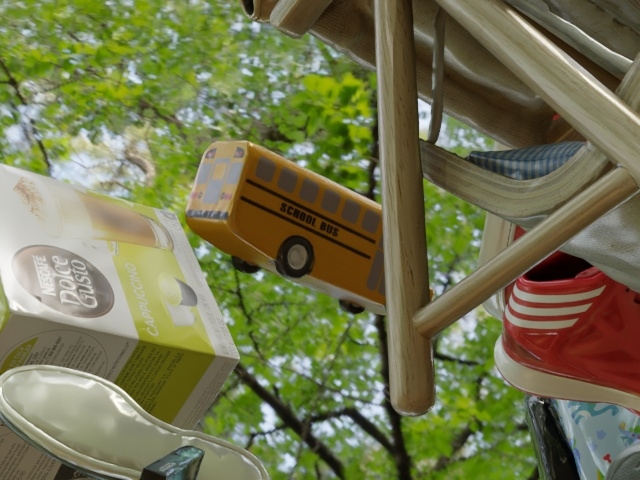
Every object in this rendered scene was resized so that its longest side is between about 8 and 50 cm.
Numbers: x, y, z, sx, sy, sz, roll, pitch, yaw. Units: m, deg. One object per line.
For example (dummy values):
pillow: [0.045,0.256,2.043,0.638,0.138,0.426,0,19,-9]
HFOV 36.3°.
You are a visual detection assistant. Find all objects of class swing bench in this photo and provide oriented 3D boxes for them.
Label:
swing bench: [0.139,-0.039,0.499,0.253,0.255,0.165,19,-47,-40]

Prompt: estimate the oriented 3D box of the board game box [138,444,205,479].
board game box: [-0.159,0.283,0.881,0.026,0.126,0.186,20,-89,9]

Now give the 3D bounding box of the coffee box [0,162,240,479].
coffee box: [-0.374,0.146,1.356,0.334,0.338,0.338,18,-63,-37]

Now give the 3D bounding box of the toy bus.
toy bus: [0.000,0.000,1.193,0.332,0.108,0.130,23,-102,-36]

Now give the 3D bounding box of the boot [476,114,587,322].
boot: [0.220,0.003,0.763,0.088,0.176,0.244,-56,-24,-35]

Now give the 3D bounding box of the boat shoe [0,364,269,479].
boat shoe: [-0.218,0.243,1.081,0.319,0.116,0.099,24,-54,-6]

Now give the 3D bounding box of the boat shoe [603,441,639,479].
boat shoe: [0.298,0.349,0.906,0.103,0.118,0.321,43,-126,-32]

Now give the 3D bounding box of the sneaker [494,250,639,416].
sneaker: [0.236,0.058,0.668,0.221,0.087,0.128,2,-46,4]

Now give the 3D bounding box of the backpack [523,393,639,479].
backpack: [0.490,0.279,1.407,0.355,0.290,0.273,-12,-41,7]

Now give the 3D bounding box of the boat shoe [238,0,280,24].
boat shoe: [-0.052,-0.416,1.198,0.103,0.113,0.303,-16,-69,-36]
